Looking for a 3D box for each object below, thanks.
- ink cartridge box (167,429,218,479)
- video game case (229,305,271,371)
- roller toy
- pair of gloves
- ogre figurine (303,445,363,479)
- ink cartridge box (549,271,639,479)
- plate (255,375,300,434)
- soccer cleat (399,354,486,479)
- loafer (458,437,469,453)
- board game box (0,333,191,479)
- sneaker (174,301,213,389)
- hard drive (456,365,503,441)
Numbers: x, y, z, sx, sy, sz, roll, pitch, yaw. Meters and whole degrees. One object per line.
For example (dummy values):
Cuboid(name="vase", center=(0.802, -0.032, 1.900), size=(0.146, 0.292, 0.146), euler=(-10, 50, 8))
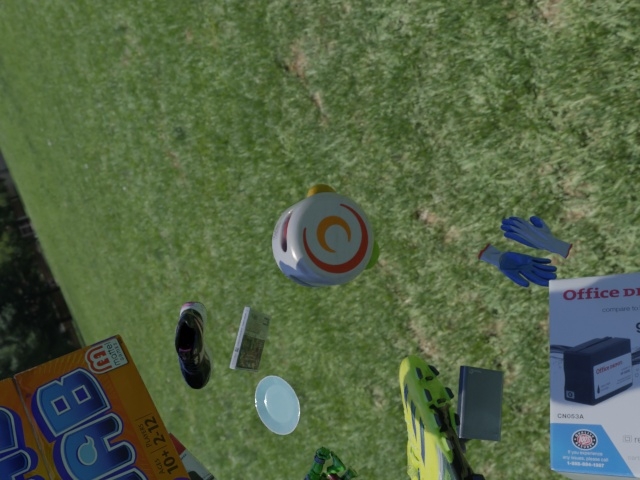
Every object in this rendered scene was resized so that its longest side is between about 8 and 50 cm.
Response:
Cuboid(name="ink cartridge box", center=(-0.377, 0.666, 1.664), size=(0.273, 0.197, 0.114), euler=(47, 157, -5))
Cuboid(name="video game case", center=(-0.197, 0.286, 1.821), size=(0.190, 0.022, 0.173), euler=(46, -125, -71))
Cuboid(name="roller toy", center=(0.000, 0.000, 1.335), size=(0.209, 0.191, 0.146), euler=(59, 157, -6))
Cuboid(name="pair of gloves", center=(0.433, 0.017, 1.328), size=(0.159, 0.198, 0.023), euler=(27, 142, 24))
Cuboid(name="ogre figurine", center=(0.032, 0.681, 1.810), size=(0.197, 0.118, 0.097), euler=(50, 177, -41))
Cuboid(name="ink cartridge box", center=(0.480, 0.211, 0.979), size=(0.223, 0.129, 0.307), euler=(-8, 62, 34))
Cuboid(name="plate", center=(-0.131, 0.516, 2.002), size=(0.188, 0.024, 0.188), euler=(5, 98, 37))
Cuboid(name="soccer cleat", center=(0.172, 0.329, 1.010), size=(0.121, 0.093, 0.289), euler=(-27, 80, 34))
Cuboid(name="loafer", center=(0.345, 0.516, 1.610), size=(0.061, 0.170, 0.062), euler=(45, 166, 16))
Cuboid(name="board game box", center=(-0.428, 0.448, 1.066), size=(0.356, 0.357, 0.356), euler=(54, 150, 28))
Cuboid(name="sneaker", center=(-0.256, 0.213, 1.235), size=(0.077, 0.072, 0.178), euler=(-70, -25, -71))
Cuboid(name="hard drive", center=(0.308, 0.314, 1.228), size=(0.022, 0.094, 0.135), euler=(156, 124, -64))
